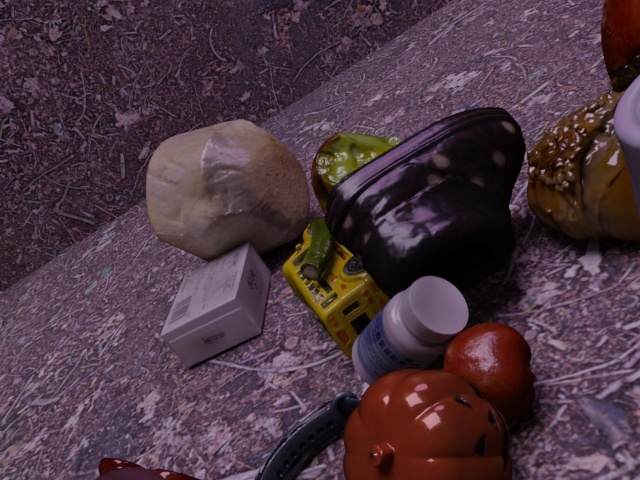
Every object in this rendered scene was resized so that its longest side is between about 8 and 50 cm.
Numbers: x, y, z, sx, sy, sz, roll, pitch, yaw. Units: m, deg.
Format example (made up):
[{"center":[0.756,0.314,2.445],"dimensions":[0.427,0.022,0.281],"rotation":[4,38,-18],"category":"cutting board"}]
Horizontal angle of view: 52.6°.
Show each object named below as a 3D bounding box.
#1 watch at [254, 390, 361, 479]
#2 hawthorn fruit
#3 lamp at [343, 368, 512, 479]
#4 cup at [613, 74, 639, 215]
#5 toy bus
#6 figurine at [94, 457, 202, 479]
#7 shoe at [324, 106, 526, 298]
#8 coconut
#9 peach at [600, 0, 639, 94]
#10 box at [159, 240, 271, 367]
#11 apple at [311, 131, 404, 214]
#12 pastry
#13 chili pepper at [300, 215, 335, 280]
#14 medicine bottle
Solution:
[{"center":[0.012,0.301,0.880],"dimensions":[0.192,0.068,0.206],"rotation":[-4,38,47],"category":"watch"},{"center":[0.207,0.158,0.813],"dimensions":[0.140,0.125,0.125],"rotation":[29,56,19],"category":"hawthorn fruit"},{"center":[0.110,0.234,0.717],"dimensions":[0.187,0.163,0.188],"rotation":[-12,73,43],"category":"lamp"},{"center":[0.434,-0.004,0.571],"dimensions":[0.253,0.372,0.253],"rotation":[-35,20,15],"category":"cup"},{"center":[0.032,0.078,1.189],"dimensions":[0.152,0.144,0.330],"rotation":[-36,25,-4],"category":"toy bus"},{"center":[-0.263,0.406,0.912],"dimensions":[0.173,0.173,0.173],"rotation":[-28,24,13],"category":"figurine"},{"center":[0.215,-0.054,1.021],"dimensions":[0.383,0.171,0.237],"rotation":[-28,60,-22],"category":"shoe"},{"center":[-0.240,-0.107,1.637],"dimensions":[0.415,0.415,0.345],"rotation":[-13,50,39],"category":"coconut"},{"center":[0.620,-0.371,1.045],"dimensions":[0.338,0.353,0.417],"rotation":[-17,29,38],"category":"peach"},{"center":[-0.226,0.137,1.448],"dimensions":[0.194,0.111,0.260],"rotation":[-26,21,15],"category":"box"},{"center":[0.106,-0.128,1.371],"dimensions":[0.226,0.246,0.246],"rotation":[-28,22,-14],"category":"apple"},{"center":[0.457,-0.130,0.994],"dimensions":[0.284,0.184,0.315],"rotation":[-41,24,-20],"category":"pastry"},{"center":[0.000,0.000,1.150],"dimensions":[0.051,0.050,0.202],"rotation":[9,31,1],"category":"chili pepper"},{"center":[0.123,0.134,0.915],"dimensions":[0.103,0.102,0.187],"rotation":[-54,-2,-40],"category":"medicine bottle"}]
